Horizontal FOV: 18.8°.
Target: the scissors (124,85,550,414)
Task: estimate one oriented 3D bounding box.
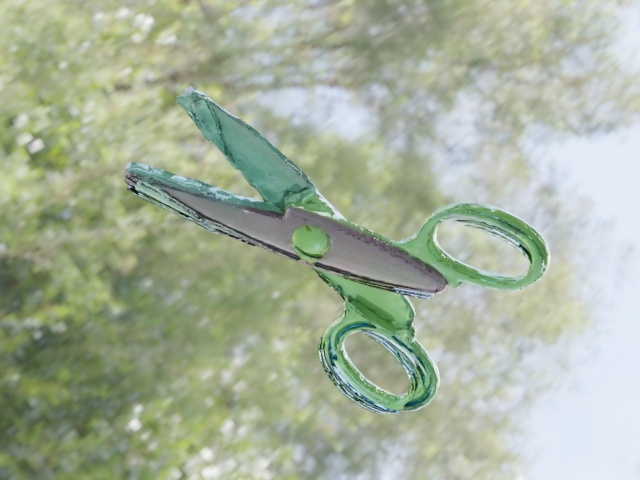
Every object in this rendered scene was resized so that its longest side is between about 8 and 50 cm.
[{"bbox_3d":[0.000,0.000,0.891,0.187,0.020,0.133,33,-59,-12],"label":"scissors"}]
